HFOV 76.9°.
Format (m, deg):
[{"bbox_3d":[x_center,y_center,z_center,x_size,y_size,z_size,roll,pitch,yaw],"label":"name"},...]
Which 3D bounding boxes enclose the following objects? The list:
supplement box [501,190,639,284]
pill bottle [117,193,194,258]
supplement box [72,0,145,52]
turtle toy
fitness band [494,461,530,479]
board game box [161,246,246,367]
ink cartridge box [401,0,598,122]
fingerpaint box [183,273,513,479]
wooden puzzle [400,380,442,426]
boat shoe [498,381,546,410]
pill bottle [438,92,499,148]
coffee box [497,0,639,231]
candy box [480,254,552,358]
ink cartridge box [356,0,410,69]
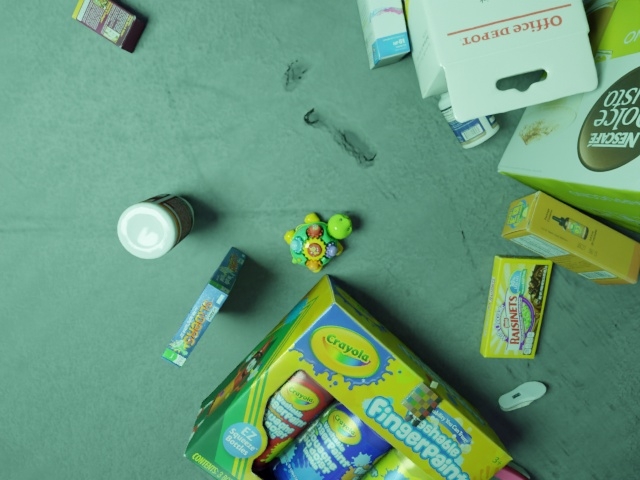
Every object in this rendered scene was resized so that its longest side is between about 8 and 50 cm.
[{"bbox_3d":[0.450,0.001,0.723,0.233,0.080,0.078,26,77,-9],"label":"supplement box"},{"bbox_3d":[-0.256,-0.030,0.655,0.085,0.152,0.086,-1,104,-2],"label":"pill bottle"},{"bbox_3d":[-0.330,-0.345,0.632,0.083,0.043,0.055,32,100,-9],"label":"supplement box"},{"bbox_3d":[0.000,0.000,0.717,0.130,0.066,0.095,-40,102,7],"label":"turtle toy"},{"bbox_3d":[0.337,0.558,0.874,0.290,0.054,0.209,30,101,-8],"label":"fitness band"},{"bbox_3d":[-0.183,0.098,0.664,0.035,0.201,0.136,32,101,-10],"label":"board game box"},{"bbox_3d":[0.230,-0.344,0.577,0.206,0.119,0.354,-13,89,1],"label":"ink cartridge box"},{"bbox_3d":[0.051,0.353,0.752,0.444,0.163,0.371,43,96,-11],"label":"fingerpaint box"},{"bbox_3d":[0.164,0.263,0.657,0.049,0.006,0.083,43,92,-11],"label":"wooden puzzle"},{"bbox_3d":[0.417,0.325,0.834,0.100,0.035,0.035,-26,131,0],"label":"boat shoe"},{"bbox_3d":[0.240,-0.221,0.674,0.067,0.067,0.120,-35,102,6],"label":"pill bottle"},{"bbox_3d":[0.535,-0.172,0.559,0.337,0.338,0.335,21,102,-8],"label":"coffee box"},{"bbox_3d":[0.379,0.132,0.786,0.105,0.027,0.206,3,103,-1],"label":"candy box"},{"bbox_3d":[0.094,-0.342,0.627,0.052,0.088,0.123,-15,104,2],"label":"ink cartridge box"}]
